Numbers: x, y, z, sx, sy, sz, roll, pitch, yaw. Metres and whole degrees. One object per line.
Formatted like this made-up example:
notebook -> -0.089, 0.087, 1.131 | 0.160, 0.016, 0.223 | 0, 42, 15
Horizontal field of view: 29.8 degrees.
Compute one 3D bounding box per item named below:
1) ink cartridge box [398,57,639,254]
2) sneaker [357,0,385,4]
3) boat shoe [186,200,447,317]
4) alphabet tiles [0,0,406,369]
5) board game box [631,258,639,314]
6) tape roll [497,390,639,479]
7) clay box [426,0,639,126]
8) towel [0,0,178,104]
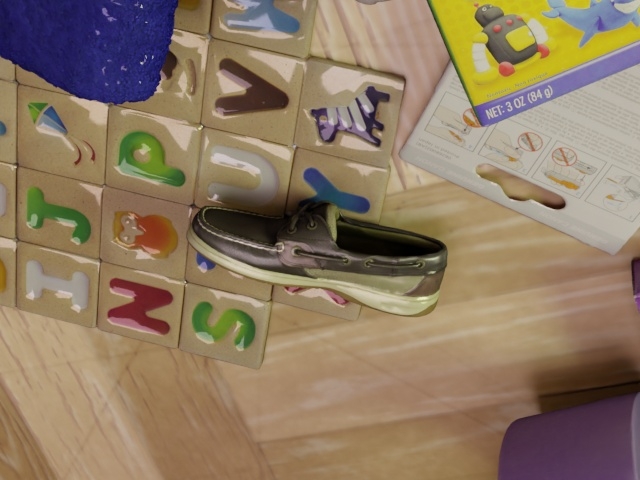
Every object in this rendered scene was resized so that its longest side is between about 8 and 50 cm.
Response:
ink cartridge box -> 0.140, -0.082, 0.640 | 0.145, 0.045, 0.179 | 24, 142, -3
sneaker -> 0.095, -0.198, 0.535 | 0.126, 0.091, 0.240 | 22, 123, -1
boat shoe -> 0.000, 0.000, 0.697 | 0.152, 0.056, 0.049 | 14, 119, -7
alphabet tiles -> -0.129, -0.059, 0.726 | 0.343, 0.011, 0.285 | 14, 124, 5
board game box -> 0.370, 0.068, 0.665 | 0.347, 0.056, 0.208 | -14, 113, 21
tape roll -> 0.174, 0.188, 0.701 | 0.080, 0.189, 0.189 | -16, 117, 23
clay box -> 0.084, -0.165, 0.485 | 0.127, 0.053, 0.222 | -23, 127, 9
towel -> -0.139, -0.236, 0.558 | 0.228, 0.076, 0.308 | 29, 128, 12
